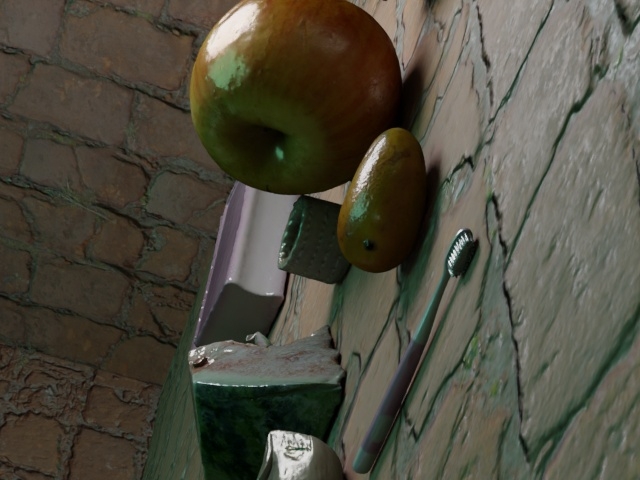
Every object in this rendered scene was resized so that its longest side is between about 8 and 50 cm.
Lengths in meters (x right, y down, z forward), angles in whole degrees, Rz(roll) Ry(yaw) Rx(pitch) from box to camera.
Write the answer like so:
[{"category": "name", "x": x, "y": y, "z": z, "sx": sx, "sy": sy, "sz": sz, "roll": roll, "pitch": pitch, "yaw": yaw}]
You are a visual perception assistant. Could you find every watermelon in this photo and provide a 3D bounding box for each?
[{"category": "watermelon", "x": -0.064, "y": 0.217, "z": 1.628, "sx": 0.310, "sy": 0.193, "sz": 0.231, "roll": 97, "pitch": 164, "yaw": -59}]

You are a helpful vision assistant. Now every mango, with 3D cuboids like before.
[{"category": "mango", "x": 0.073, "y": -0.045, "z": 1.380, "sx": 0.115, "sy": 0.089, "sz": 0.165, "roll": 103, "pitch": -173, "yaw": -85}]

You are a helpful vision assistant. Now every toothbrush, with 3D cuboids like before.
[{"category": "toothbrush", "x": 0.086, "y": 0.113, "z": 1.204, "sx": 0.025, "sy": 0.020, "sz": 0.286, "roll": -103, "pitch": 31, "yaw": -59}]

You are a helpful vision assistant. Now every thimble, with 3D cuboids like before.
[{"category": "thimble", "x": 0.000, "y": 0.000, "z": 1.715, "sx": 0.115, "sy": 0.090, "sz": 0.102, "roll": 125, "pitch": 157, "yaw": -58}]

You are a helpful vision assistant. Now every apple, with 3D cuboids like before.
[{"category": "apple", "x": -0.030, "y": -0.196, "z": 1.669, "sx": 0.286, "sy": 0.286, "sz": 0.233, "roll": 118, "pitch": 175, "yaw": -50}]

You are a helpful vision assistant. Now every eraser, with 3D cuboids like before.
[{"category": "eraser", "x": -0.133, "y": 0.032, "z": 2.350, "sx": 0.272, "sy": 0.122, "sz": 0.359, "roll": 117, "pitch": 166, "yaw": -47}]

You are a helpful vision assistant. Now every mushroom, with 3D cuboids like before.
[{"category": "mushroom", "x": -0.024, "y": 0.290, "z": 1.316, "sx": 0.108, "sy": 0.096, "sz": 0.247, "roll": -37, "pitch": 31, "yaw": 29}]

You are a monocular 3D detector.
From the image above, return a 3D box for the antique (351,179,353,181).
[{"category": "antique", "x": 0.012, "y": -0.125, "z": 1.834, "sx": 0.104, "sy": 0.104, "sz": 0.104, "roll": -163, "pitch": 90, "yaw": -81}]

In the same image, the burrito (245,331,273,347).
[{"category": "burrito", "x": -0.083, "y": 0.216, "z": 1.884, "sx": 0.309, "sy": 0.066, "sz": 0.096, "roll": -129, "pitch": 59, "yaw": -76}]
